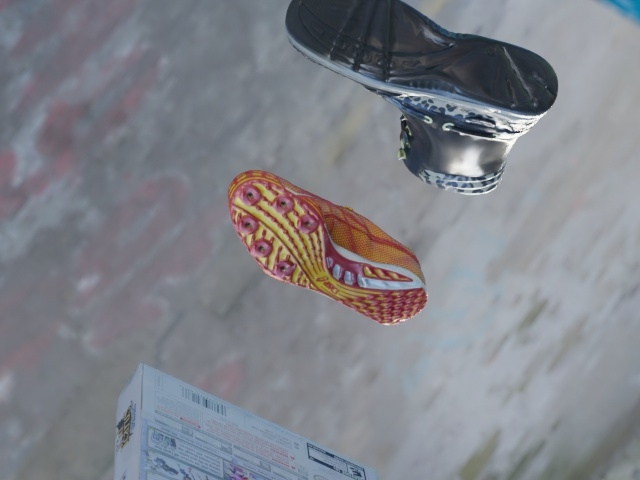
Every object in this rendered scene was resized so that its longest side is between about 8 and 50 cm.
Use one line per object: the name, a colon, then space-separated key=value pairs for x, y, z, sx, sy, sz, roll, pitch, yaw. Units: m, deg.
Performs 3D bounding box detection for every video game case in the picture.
video game case: x=-0.063 y=0.248 z=1.800 sx=0.061 sy=0.269 sz=0.244 roll=-58 pitch=-163 yaw=20

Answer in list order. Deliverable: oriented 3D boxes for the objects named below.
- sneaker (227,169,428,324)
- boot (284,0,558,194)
sneaker: x=0.000 y=0.000 z=1.345 sx=0.064 sy=0.067 sz=0.175 roll=-42 pitch=126 yaw=19
boot: x=0.073 y=-0.122 z=1.692 sx=0.178 sy=0.236 sz=0.085 roll=108 pitch=0 yaw=-64
